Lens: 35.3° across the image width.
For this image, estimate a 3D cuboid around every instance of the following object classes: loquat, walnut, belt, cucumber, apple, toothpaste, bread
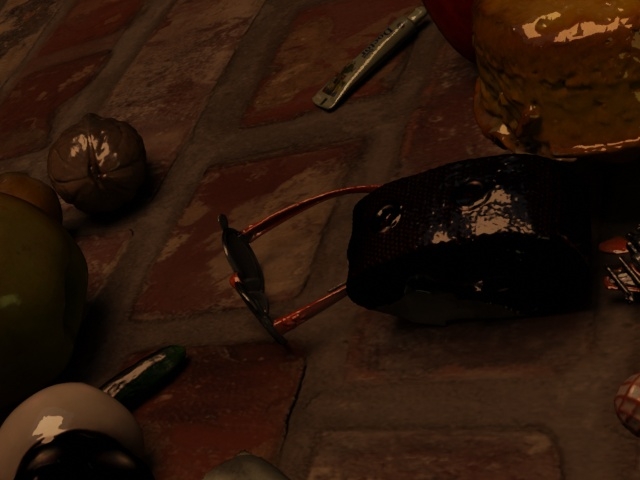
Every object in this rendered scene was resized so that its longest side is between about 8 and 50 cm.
[{"bbox_3d":[-0.547,-0.011,1.731,0.179,0.179,0.227,13,66,45],"label":"loquat"},{"bbox_3d":[-0.394,-0.142,1.783,0.178,0.178,0.230,-28,24,6],"label":"walnut"},{"bbox_3d":[0.168,-0.006,1.169,0.289,0.184,0.164,-10,53,29],"label":"belt"},{"bbox_3d":[-0.299,0.233,1.364,0.284,0.056,0.056,-38,36,-12],"label":"cucumber"},{"bbox_3d":[-0.493,0.076,1.467,0.304,0.339,0.339,-5,42,12],"label":"apple"},{"bbox_3d":[0.090,-0.315,1.726,0.255,0.037,0.067,-43,37,-8],"label":"toothpaste"},{"bbox_3d":[0.337,-0.247,1.176,0.358,0.204,0.337,-31,30,-4],"label":"bread"}]

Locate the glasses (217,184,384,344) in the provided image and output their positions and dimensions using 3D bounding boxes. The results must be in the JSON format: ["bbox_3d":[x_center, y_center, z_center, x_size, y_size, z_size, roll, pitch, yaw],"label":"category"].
[{"bbox_3d":[0.000,0.000,1.353,0.268,0.118,0.234,-31,34,3],"label":"glasses"}]

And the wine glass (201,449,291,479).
[{"bbox_3d":[-0.038,0.320,0.999,0.126,0.126,0.241,-38,39,-8],"label":"wine glass"}]

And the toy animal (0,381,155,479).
[{"bbox_3d":[-0.301,0.279,1.212,0.187,0.165,0.235,-34,34,-5],"label":"toy animal"}]

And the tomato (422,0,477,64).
[{"bbox_3d":[0.282,-0.412,1.450,0.293,0.290,0.325,-41,-9,-17],"label":"tomato"}]

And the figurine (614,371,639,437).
[{"bbox_3d":[0.361,0.206,0.810,0.281,0.167,0.370,23,69,11],"label":"figurine"}]

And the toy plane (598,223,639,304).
[{"bbox_3d":[0.379,0.039,1.066,0.130,0.061,0.189,-31,36,1],"label":"toy plane"}]
